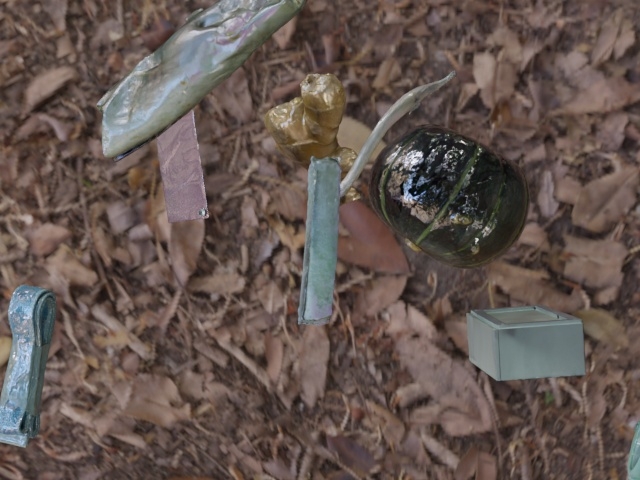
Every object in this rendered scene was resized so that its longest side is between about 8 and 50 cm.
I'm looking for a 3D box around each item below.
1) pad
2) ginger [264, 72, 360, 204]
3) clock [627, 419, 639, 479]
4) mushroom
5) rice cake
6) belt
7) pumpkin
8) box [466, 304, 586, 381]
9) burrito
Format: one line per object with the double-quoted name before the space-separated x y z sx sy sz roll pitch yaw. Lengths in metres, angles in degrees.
"pad" -0.245 -0.126 1.723 0.113 0.006 0.187 -5 93 44
"ginger" -0.002 -0.145 1.566 0.148 0.333 0.081 -2 56 16
"clock" 0.282 0.159 0.802 0.041 0.101 0.135 21 28 13
"mushroom" 0.107 -0.169 1.518 0.043 0.068 0.306 41 79 1
"rice cake" 0.000 0.000 1.224 0.043 0.034 0.210 7 80 -16
"belt" -0.555 0.235 1.861 0.072 0.087 0.302 8 91 9
"pumpkin" 0.244 -0.084 1.917 0.323 0.323 0.241 28 93 17
"box" 0.308 0.153 1.518 0.130 0.225 0.086 -4 92 -2
"burrito" -0.136 -0.201 1.100 0.309 0.066 0.096 -38 47 17
